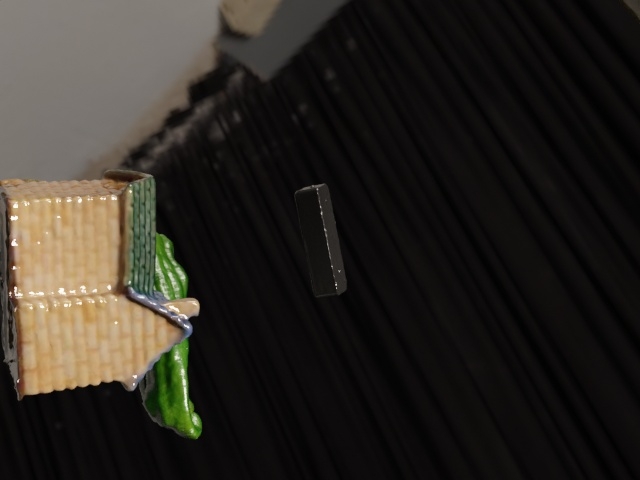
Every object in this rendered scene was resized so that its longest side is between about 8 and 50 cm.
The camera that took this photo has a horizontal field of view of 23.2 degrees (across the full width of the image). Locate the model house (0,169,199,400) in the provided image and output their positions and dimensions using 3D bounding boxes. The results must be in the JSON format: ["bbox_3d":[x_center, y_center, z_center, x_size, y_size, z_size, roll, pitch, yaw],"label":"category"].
[{"bbox_3d":[-0.202,0.032,1.406,0.172,0.166,0.183,-5,103,-14],"label":"model house"}]

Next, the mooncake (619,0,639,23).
[{"bbox_3d":[0.358,-0.281,1.067,0.378,0.201,0.378,4,138,3],"label":"mooncake"}]

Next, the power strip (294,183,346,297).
[{"bbox_3d":[0.000,0.000,1.545,0.029,0.111,0.038,-9,-174,18],"label":"power strip"}]

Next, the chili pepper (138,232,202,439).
[{"bbox_3d":[-0.169,0.083,1.602,0.074,0.257,0.100,-5,150,-11],"label":"chili pepper"}]
